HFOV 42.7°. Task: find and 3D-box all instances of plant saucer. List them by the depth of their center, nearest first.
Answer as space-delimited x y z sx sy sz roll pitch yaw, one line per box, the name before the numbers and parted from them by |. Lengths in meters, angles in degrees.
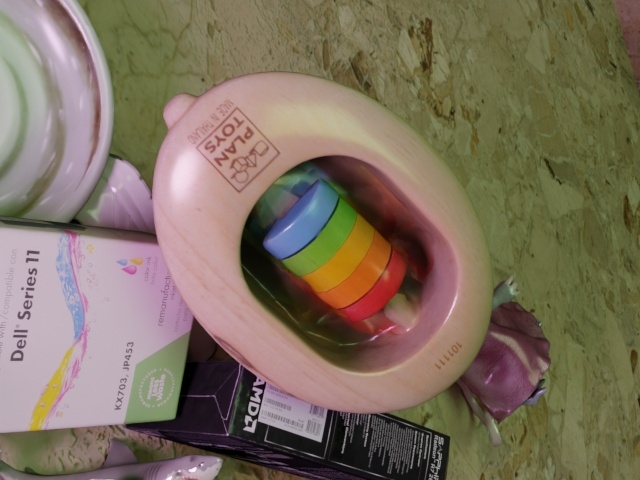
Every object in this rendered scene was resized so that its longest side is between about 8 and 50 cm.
plant saucer | -0.424 -0.164 0.892 0.400 0.100 0.400 10 75 -42

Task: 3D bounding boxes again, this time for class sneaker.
sneaker | -0.237 0.041 1.041 0.129 0.111 0.297 -37 101 -27

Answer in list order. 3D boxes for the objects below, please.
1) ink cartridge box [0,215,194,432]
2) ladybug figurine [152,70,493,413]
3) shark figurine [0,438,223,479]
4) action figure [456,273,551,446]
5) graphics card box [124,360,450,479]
ink cartridge box | -0.307 0.082 0.836 0.353 0.119 0.207 7 95 -44
ladybug figurine | 0.000 0.000 0.893 0.305 0.162 0.449 -44 115 -3
shark figurine | -0.268 0.265 0.950 0.278 0.166 0.116 13 35 -16
action figure | 0.223 0.140 1.431 0.370 0.248 0.276 29 101 -21
graphics card box | -0.035 0.250 1.062 0.371 0.233 0.094 26 66 -36
